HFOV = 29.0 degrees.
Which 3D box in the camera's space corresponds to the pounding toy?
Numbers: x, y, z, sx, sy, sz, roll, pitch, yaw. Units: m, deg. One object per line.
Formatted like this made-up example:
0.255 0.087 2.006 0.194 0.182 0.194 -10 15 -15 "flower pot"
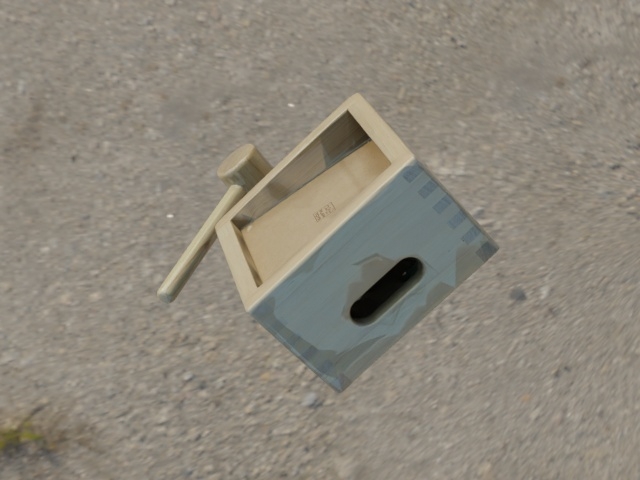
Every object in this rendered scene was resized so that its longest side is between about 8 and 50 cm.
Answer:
-0.008 0.004 0.783 0.181 0.206 0.094 -43 116 7 "pounding toy"
